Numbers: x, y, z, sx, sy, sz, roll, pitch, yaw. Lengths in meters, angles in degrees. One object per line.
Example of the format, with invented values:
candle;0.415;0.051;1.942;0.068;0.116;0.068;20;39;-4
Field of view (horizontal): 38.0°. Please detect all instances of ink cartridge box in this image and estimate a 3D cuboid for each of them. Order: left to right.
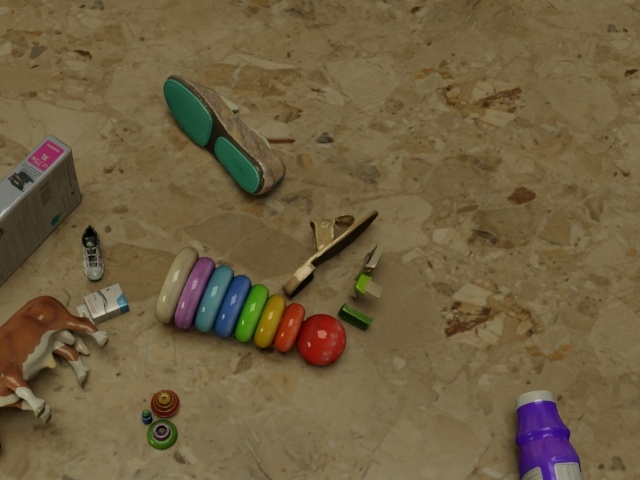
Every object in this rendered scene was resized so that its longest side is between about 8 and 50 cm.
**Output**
ink cartridge box;-0.545;-0.023;1.622;0.065;0.186;0.311;30;62;8
ink cartridge box;-0.388;0.116;1.649;0.083;0.028;0.048;-23;65;-17

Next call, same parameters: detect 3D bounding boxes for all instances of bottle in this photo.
bottle;0.378;0.389;1.520;0.092;0.118;0.282;-2;60;-6

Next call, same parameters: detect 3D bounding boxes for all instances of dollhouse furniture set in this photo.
dollhouse furniture set;0.092;0.083;1.697;0.059;0.076;0.151;30;63;-3

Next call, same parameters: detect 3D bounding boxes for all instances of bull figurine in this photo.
bull figurine;-0.496;0.206;1.513;0.188;0.101;0.310;30;44;6

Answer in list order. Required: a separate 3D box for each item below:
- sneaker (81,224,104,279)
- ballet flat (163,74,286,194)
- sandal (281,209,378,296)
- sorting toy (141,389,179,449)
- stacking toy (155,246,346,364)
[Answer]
sneaker;-0.416;0.018;1.679;0.038;0.069;0.098;-10;62;-11
ballet flat;-0.184;-0.214;1.832;0.106;0.107;0.316;-27;70;-41
sandal;0.001;-0.003;1.723;0.079;0.088;0.240;43;70;11
sorting toy;-0.268;0.294;1.552;0.061;0.042;0.102;2;60;-5
stacking toy;-0.114;0.133;1.624;0.330;0.141;0.141;22;60;-1
